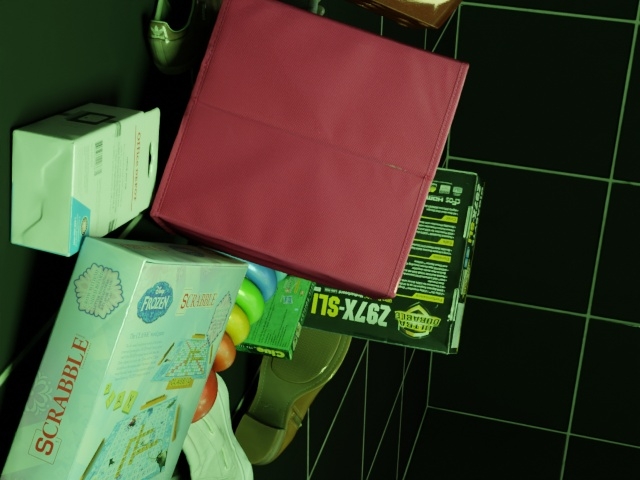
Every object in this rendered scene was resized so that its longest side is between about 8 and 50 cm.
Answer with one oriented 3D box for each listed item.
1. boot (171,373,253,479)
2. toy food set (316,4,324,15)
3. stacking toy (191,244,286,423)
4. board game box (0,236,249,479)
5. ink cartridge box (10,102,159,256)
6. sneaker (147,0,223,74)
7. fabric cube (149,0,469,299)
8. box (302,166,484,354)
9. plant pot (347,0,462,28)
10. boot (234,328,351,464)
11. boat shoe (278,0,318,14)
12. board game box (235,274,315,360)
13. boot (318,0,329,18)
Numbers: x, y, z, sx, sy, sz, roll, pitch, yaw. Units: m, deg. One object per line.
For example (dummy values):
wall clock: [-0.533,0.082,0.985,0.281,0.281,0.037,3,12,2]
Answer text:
boot: [-0.162,0.289,1.468,0.123,0.095,0.258,-58,146,-45]
toy food set: [-0.037,-0.390,1.449,0.071,0.128,0.218,8,96,-56]
stacking toy: [-0.126,0.073,1.400,0.141,0.141,0.330,79,31,-56]
board game box: [-0.194,0.157,1.136,0.319,0.066,0.318,11,99,-78]
ink cartridge box: [-0.211,-0.063,1.046,0.180,0.060,0.104,-45,143,-68]
sneaker: [-0.132,-0.266,1.227,0.071,0.066,0.188,77,25,-55]
fabric cube: [-0.013,-0.094,1.249,0.254,0.258,0.259,113,-5,-86]
box: [0.055,0.009,1.641,0.079,0.322,0.257,11,87,-75]
plant pot: [0.115,-0.447,1.649,0.267,0.267,0.235,-127,-122,-76]
boot: [-0.035,0.224,1.788,0.283,0.109,0.220,-64,172,-2]
boat shoe: [-0.064,-0.268,1.414,0.103,0.118,0.320,-81,178,-52]
board game box: [-0.069,0.035,1.548,0.030,0.136,0.259,84,20,-55]
boot: [-0.019,-0.291,1.527,0.236,0.085,0.178,-115,-161,-57]
